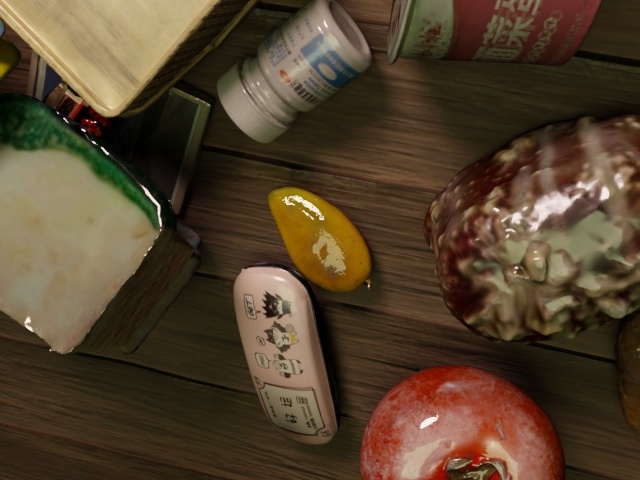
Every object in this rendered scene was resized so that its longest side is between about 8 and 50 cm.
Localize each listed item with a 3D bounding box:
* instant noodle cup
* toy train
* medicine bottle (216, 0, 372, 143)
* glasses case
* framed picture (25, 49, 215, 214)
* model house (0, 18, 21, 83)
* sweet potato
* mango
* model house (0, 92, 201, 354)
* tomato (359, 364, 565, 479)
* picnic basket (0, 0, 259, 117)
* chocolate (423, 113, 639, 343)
[{"bbox_3d":[0.172,-0.277,0.707,0.179,0.234,0.234,10,118,0],"label":"instant noodle cup"},{"bbox_3d":[-0.304,-0.173,0.921,0.087,0.050,0.138,40,143,-18],"label":"toy train"},{"bbox_3d":[-0.031,-0.202,0.854,0.168,0.105,0.105,-33,104,25],"label":"medicine bottle"},{"bbox_3d":[-0.046,0.171,1.046,0.122,0.075,0.314,6,122,29],"label":"glasses case"},{"bbox_3d":[-0.283,-0.164,0.985,0.260,0.023,0.189,25,121,1],"label":"framed picture"},{"bbox_3d":[-0.507,-0.208,0.808,0.303,0.215,0.237,-30,120,23],"label":"model house"},{"bbox_3d":[0.435,0.117,0.899,0.114,0.092,0.341,10,119,-9],"label":"sweet potato"},{"bbox_3d":[0.000,0.000,0.971,0.101,0.066,0.187,-39,93,26],"label":"mango"},{"bbox_3d":[-0.321,-0.002,0.946,0.298,0.284,0.243,35,84,13],"label":"model house"},{"bbox_3d":[0.184,0.300,0.976,0.270,0.227,0.270,0,94,3],"label":"tomato"},{"bbox_3d":[-0.191,-0.318,0.801,0.313,0.175,0.228,-41,98,23],"label":"picnic basket"},{"bbox_3d":[0.277,0.000,0.816,0.340,0.210,0.225,-20,107,22],"label":"chocolate"}]
